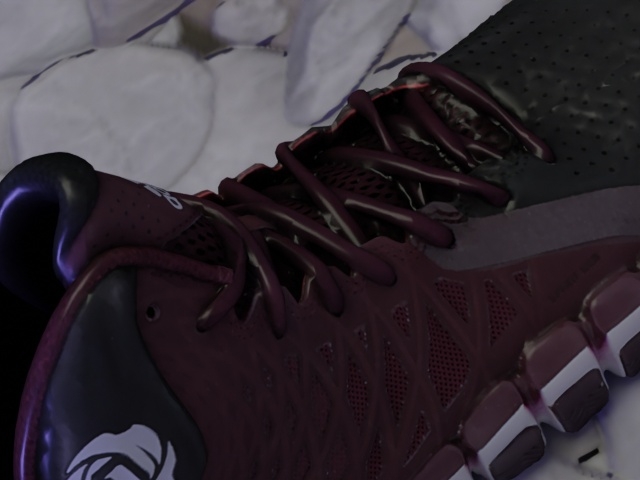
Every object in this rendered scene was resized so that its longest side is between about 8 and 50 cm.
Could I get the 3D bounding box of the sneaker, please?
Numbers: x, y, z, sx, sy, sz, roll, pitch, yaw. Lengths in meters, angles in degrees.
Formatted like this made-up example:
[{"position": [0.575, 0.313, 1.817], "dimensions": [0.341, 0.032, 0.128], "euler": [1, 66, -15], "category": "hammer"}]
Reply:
[{"position": [0.000, 0.000, 0.500], "dimensions": [0.106, 0.162, 0.281], "euler": [27, 75, 43], "category": "sneaker"}]
